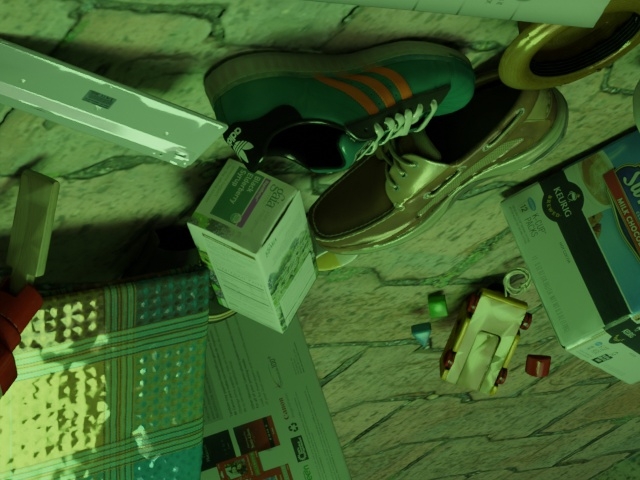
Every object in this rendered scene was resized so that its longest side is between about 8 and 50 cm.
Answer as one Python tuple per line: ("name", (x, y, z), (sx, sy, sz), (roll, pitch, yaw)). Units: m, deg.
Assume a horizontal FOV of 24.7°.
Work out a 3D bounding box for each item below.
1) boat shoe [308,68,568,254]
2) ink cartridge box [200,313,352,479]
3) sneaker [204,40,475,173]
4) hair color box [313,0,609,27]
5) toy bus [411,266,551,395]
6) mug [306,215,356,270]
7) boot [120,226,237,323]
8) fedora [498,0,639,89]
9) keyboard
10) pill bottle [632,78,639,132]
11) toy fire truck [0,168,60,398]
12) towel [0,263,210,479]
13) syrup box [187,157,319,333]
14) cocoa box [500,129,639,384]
("boat shoe", (0.116, -0.098, 1.641), (0.324, 0.123, 0.116), (-33, 148, 13))
("ink cartridge box", (-0.125, 0.246, 1.952), (0.272, 0.309, 0.130), (-17, 157, -3))
("sneaker", (0.035, -0.124, 1.494), (0.302, 0.121, 0.108), (-8, 155, -25))
("hair color box", (0.070, -0.274, 1.110), (0.375, 0.113, 0.185), (3, 151, -17))
("toy bus", (0.255, 0.133, 2.256), (0.202, 0.191, 0.104), (-23, -160, 10))
("mug", (0.001, -0.002, 1.812), (0.078, 0.064, 0.062), (-21, 157, 4))
("boot", (-0.144, 0.036, 1.785), (0.198, 0.077, 0.137), (-8, 145, -39))
("fedora", (0.256, -0.228, 1.491), (0.194, 0.079, 0.194), (-22, 161, -8))
("keyboard", (-0.210, -0.127, 1.359), (0.256, 0.014, 0.072), (19, 133, -33))
("pill bottle", (0.497, -0.207, 1.600), (0.176, 0.176, 0.318), (-6, 154, -28))
("toy fire truck", (-0.380, 0.038, 1.503), (0.246, 0.217, 0.158), (-56, 171, -26))
("towel", (-0.258, 0.212, 1.699), (0.272, 0.040, 0.370), (-10, 119, -29))
("syrup box", (-0.073, 0.010, 1.691), (0.093, 0.096, 0.237), (-59, 162, -19))
("cocoa box", (0.438, 0.031, 2.010), (0.228, 0.231, 0.347), (-28, 156, 18))
